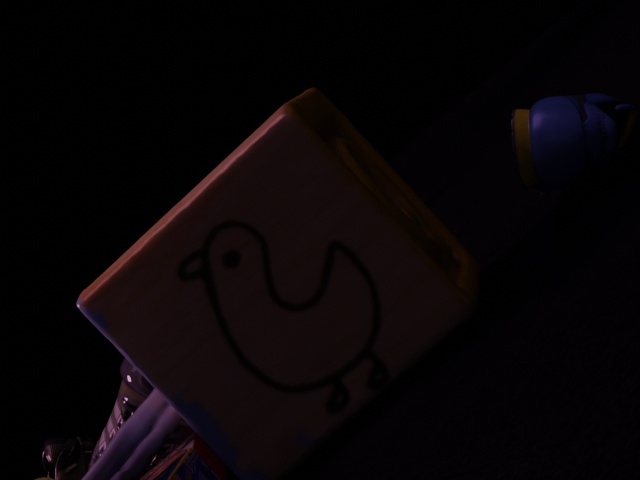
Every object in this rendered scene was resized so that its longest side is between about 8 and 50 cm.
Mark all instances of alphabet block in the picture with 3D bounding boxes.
[{"bbox_3d":[-0.021,0.029,1.224,0.197,0.192,0.193,-43,4,11],"label":"alphabet block"}]

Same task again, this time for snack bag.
[{"bbox_3d":[-0.204,0.263,1.214,0.342,0.037,0.323,-57,0,12],"label":"snack bag"}]

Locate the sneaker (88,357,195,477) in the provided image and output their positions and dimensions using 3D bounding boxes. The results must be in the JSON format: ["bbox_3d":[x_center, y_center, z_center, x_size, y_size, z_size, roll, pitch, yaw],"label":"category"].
[{"bbox_3d":[-0.147,0.176,1.570,0.121,0.111,0.300,-55,-10,-19],"label":"sneaker"}]

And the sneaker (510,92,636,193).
[{"bbox_3d":[0.190,-0.071,1.253,0.082,0.069,0.209,-8,2,14],"label":"sneaker"}]

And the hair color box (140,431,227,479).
[{"bbox_3d":[-0.115,0.200,1.418,0.072,0.043,0.141,-41,3,-3],"label":"hair color box"}]

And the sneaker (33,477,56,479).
[{"bbox_3d":[-0.263,0.202,1.260,0.091,0.126,0.240,-60,0,5],"label":"sneaker"}]

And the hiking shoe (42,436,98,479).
[{"bbox_3d":[-0.221,0.228,1.758,0.227,0.114,0.086,-44,3,-28],"label":"hiking shoe"}]

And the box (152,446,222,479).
[{"bbox_3d":[-0.098,0.192,1.111,0.054,0.059,0.169,-42,3,12],"label":"box"}]
